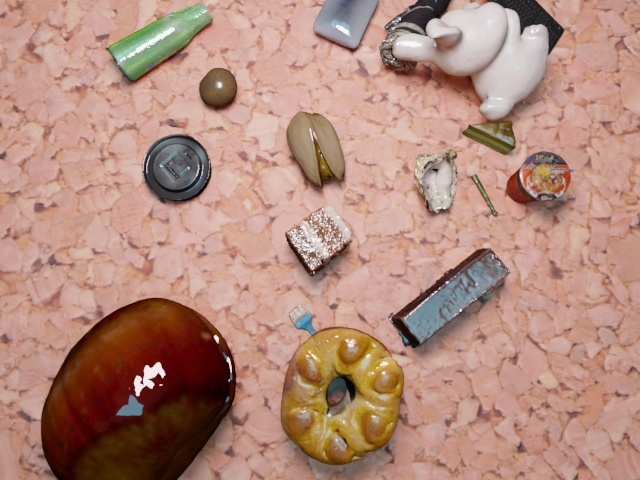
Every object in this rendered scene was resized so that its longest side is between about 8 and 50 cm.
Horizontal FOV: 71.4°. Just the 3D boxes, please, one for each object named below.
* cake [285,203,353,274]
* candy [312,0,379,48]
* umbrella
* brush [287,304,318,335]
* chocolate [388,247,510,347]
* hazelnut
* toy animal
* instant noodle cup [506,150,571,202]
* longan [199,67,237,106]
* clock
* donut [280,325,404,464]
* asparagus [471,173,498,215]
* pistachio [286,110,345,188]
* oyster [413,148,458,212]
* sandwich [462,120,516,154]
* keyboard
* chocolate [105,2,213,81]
[{"bbox_3d":[0.000,0.000,1.142,0.147,0.135,0.134,-32,84,-8],"label":"cake"},{"bbox_3d":[0.073,-0.632,1.237,0.138,0.071,0.174,25,86,2],"label":"candy"},{"bbox_3d":[0.280,-0.616,1.227,0.113,0.106,0.357,41,73,-29],"label":"umbrella"},{"bbox_3d":[-0.018,0.242,1.172,0.051,0.014,0.164,-39,86,-2],"label":"brush"},{"bbox_3d":[0.328,0.148,1.133,0.321,0.112,0.112,-37,82,-4],"label":"chocolate"},{"bbox_3d":[-0.406,0.348,0.984,0.402,0.402,0.429,37,97,4],"label":"hazelnut"},{"bbox_3d":[0.375,-0.456,1.107,0.367,0.196,0.241,15,86,-25],"label":"toy animal"},{"bbox_3d":[0.550,-0.151,1.151,0.127,0.135,0.127,0,84,1],"label":"instant noodle cup"},{"bbox_3d":[-0.279,-0.415,1.207,0.113,0.092,0.113,-3,84,25],"label":"longan"},{"bbox_3d":[-0.385,-0.195,1.208,0.184,0.040,0.184,0,84,1],"label":"clock"},{"bbox_3d":[0.048,0.362,1.071,0.317,0.150,0.299,-37,90,7],"label":"donut"},{"bbox_3d":[0.446,-0.123,1.208,0.015,0.018,0.127,-31,83,32],"label":"asparagus"},{"bbox_3d":[-0.010,-0.239,1.168,0.129,0.131,0.206,-25,89,6],"label":"pistachio"},{"bbox_3d":[0.311,-0.167,1.195,0.191,0.081,0.163,-42,110,-19],"label":"oyster"},{"bbox_3d":[0.450,-0.271,1.196,0.116,0.074,0.074,-5,84,1],"label":"sandwich"},{"bbox_3d":[0.513,-0.664,1.219,0.381,0.041,0.103,34,85,-7],"label":"keyboard"},{"bbox_3d":[-0.430,-0.554,1.221,0.291,0.110,0.110,-34,85,-6],"label":"chocolate"}]
